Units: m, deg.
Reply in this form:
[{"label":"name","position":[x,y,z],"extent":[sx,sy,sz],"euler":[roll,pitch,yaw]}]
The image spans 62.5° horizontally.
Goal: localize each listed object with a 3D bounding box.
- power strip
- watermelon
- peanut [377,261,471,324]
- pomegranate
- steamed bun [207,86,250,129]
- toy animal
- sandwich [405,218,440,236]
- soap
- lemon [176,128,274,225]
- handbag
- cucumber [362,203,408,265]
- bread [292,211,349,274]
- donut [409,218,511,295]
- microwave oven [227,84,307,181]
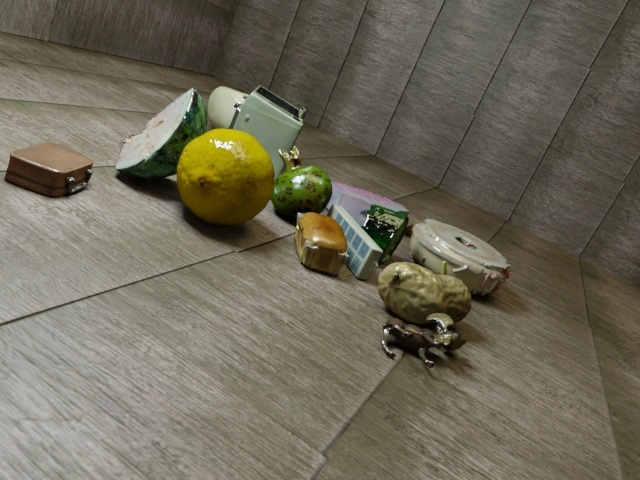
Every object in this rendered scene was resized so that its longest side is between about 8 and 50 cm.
[{"label":"power strip","position":[0.086,-0.006,1.658],"extent":[0.043,0.106,0.367],"euler":[17,19,-28]},{"label":"watermelon","position":[-0.436,-0.289,1.518],"extent":[0.180,0.305,0.224],"euler":[56,16,-5]},{"label":"peanut","position":[0.286,0.157,1.417],"extent":[0.291,0.143,0.159],"euler":[18,53,-31]},{"label":"pomegranate","position":[-0.071,-0.185,1.762],"extent":[0.211,0.263,0.211],"euler":[-16,10,3]},{"label":"steamed bun","position":[-0.366,-0.557,2.415],"extent":[0.312,0.233,0.334],"euler":[11,14,-26]},{"label":"toy animal","position":[0.251,0.226,1.253],"extent":[0.214,0.093,0.186],"euler":[16,11,3]},{"label":"sandwich","position":[0.441,0.009,2.174],"extent":[0.117,0.144,0.187],"euler":[-2,67,-51]},{"label":"soap","position":[0.184,-0.126,2.090],"extent":[0.324,0.109,0.193],"euler":[13,22,-31]},{"label":"lemon","position":[-0.258,-0.173,1.454],"extent":[0.293,0.293,0.293],"euler":[21,19,-8]},{"label":"handbag","position":[-0.656,-0.176,1.301],"extent":[0.151,0.072,0.193],"euler":[22,17,-5]},{"label":"cucumber","position":[0.201,-0.021,1.732],"extent":[0.130,0.191,0.191],"euler":[20,17,15]},{"label":"bread","position":[0.000,0.000,1.543],"extent":[0.136,0.107,0.241],"euler":[15,20,-15]},{"label":"donut","position":[0.487,0.062,1.885],"extent":[0.383,0.142,0.382],"euler":[21,20,-8]},{"label":"microwave oven","position":[-0.225,-0.395,1.986],"extent":[0.247,0.333,0.394],"euler":[24,18,-10]}]
